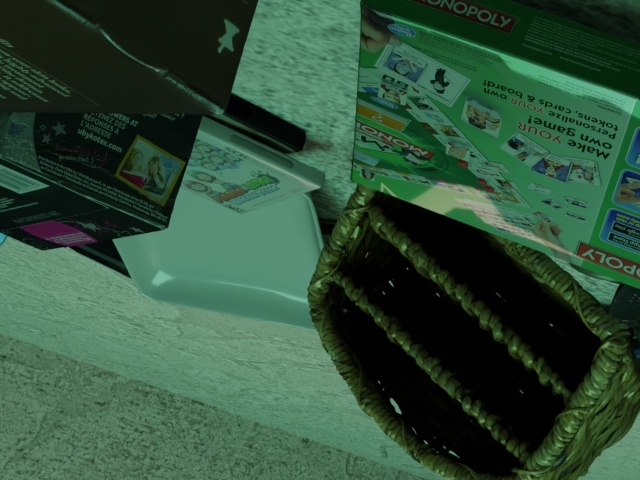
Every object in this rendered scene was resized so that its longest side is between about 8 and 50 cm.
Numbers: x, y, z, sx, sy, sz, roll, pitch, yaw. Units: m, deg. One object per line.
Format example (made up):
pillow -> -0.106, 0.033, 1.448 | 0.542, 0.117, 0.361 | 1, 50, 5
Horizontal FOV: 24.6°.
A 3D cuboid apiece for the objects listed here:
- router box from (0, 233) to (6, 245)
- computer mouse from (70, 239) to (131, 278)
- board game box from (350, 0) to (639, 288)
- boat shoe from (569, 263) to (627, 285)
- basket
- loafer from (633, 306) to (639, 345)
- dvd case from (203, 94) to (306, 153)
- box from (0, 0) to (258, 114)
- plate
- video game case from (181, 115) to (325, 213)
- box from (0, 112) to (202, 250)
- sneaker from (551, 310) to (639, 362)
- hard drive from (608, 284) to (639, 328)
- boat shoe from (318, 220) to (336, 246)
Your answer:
router box -> -0.468, -0.044, 1.800 | 0.179, 0.046, 0.133 | 28, 128, -17
computer mouse -> -0.275, -0.009, 1.898 | 0.272, 0.072, 0.188 | 25, 170, 9
board game box -> 0.176, -0.060, 1.014 | 0.317, 0.046, 0.213 | 21, 152, 11
boat shoe -> 0.311, -0.011, 1.149 | 0.091, 0.109, 0.305 | 26, 160, -22
basket -> 0.122, 0.091, 1.327 | 0.299, 0.213, 0.223 | 45, 180, 25
loafer -> 0.331, 0.084, 1.272 | 0.084, 0.096, 0.267 | 21, -175, 41
dvd case -> -0.161, -0.130, 1.361 | 0.253, 0.022, 0.180 | 25, 163, -35
box -> -0.244, -0.182, 0.998 | 0.381, 0.143, 0.191 | 7, 164, 38
plate -> -0.108, -0.004, 1.631 | 0.277, 0.045, 0.278 | 9, 146, 20
video game case -> -0.095, -0.070, 1.415 | 0.143, 0.019, 0.157 | 24, 160, -28
box -> -0.234, -0.092, 1.250 | 0.163, 0.142, 0.247 | 25, 161, -31
sneaker -> 0.340, 0.113, 1.710 | 0.232, 0.090, 0.081 | -15, 154, 21
hard drive -> 0.381, 0.052, 1.442 | 0.172, 0.054, 0.255 | 14, 165, 5
boat shoe -> 0.000, 0.000, 1.670 | 0.137, 0.043, 0.049 | 11, 164, 9
